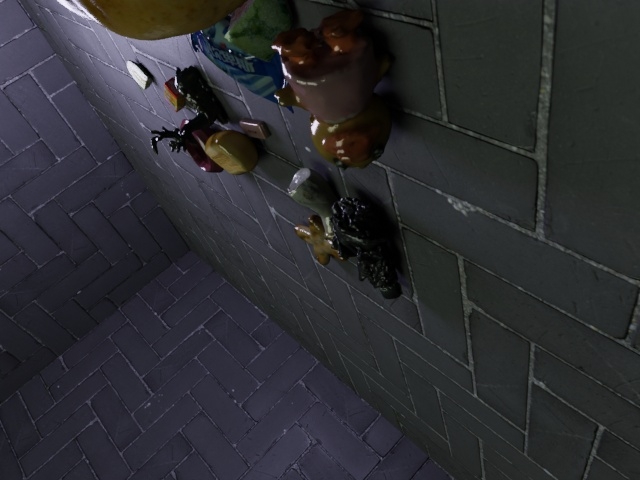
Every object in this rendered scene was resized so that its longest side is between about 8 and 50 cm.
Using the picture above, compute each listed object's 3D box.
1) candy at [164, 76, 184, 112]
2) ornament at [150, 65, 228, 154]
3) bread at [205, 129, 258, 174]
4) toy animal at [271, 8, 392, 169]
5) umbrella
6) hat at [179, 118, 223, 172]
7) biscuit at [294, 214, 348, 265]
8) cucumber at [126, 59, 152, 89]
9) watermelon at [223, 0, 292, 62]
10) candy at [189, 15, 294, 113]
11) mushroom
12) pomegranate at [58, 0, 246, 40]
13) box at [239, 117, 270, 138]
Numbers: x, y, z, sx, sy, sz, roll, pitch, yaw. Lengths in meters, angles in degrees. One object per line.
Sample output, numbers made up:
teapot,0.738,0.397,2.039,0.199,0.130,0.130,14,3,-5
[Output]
candy,-0.472,-0.470,1.710,0.062,0.038,0.122,49,162,-2
ornament,-0.395,-0.350,1.466,0.080,0.236,0.202,4,135,57
bread,-0.252,-0.262,1.530,0.147,0.098,0.217,37,168,-24
toy animal,0.033,-0.230,0.876,0.169,0.195,0.281,-89,-21,-54
umbrella,0.109,0.033,1.288,0.154,0.128,0.337,33,159,33
hat,-0.374,-0.314,1.726,0.205,0.089,0.205,39,155,23
biscuit,0.001,0.001,1.580,0.164,0.047,0.208,49,162,-6
cucumber,-0.628,-0.585,1.836,0.107,0.035,0.067,48,144,4
watermelon,-0.121,-0.394,0.972,0.098,0.121,0.158,34,177,-37
candy,-0.184,-0.408,1.131,0.331,0.077,0.187,39,162,20
mushroom,0.008,-0.085,1.331,0.081,0.092,0.223,1,140,44
pomegranate,-0.209,-0.445,0.682,0.410,0.410,0.410,42,161,18
box,-0.177,-0.299,1.413,0.115,0.025,0.048,24,152,50
